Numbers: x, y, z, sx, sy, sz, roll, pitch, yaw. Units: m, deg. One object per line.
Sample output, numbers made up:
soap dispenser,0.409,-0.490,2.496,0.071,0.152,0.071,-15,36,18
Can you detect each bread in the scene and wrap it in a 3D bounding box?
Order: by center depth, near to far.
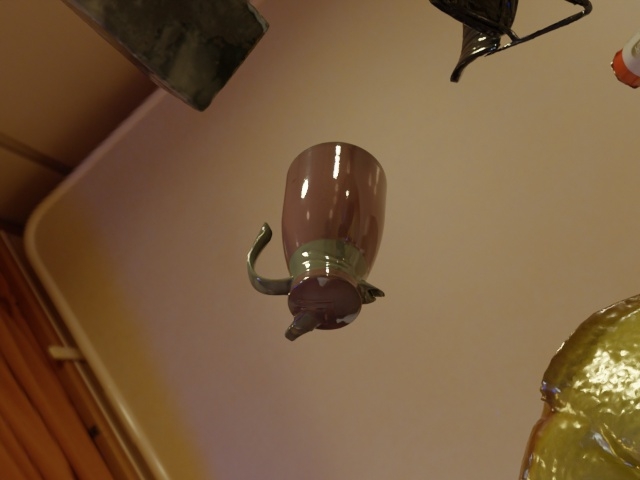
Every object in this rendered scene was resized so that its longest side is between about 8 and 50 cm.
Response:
bread,0.253,0.163,0.547,0.270,0.148,0.269,-4,-80,-25

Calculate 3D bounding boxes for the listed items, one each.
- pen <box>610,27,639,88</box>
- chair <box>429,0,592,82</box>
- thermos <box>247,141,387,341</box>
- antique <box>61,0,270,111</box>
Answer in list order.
pen,0.181,-0.121,0.347,0.028,0.028,0.239,-35,-8,-9
chair,0.179,-0.289,0.925,0.145,0.140,0.221,20,-22,-23
thermos,0.000,0.000,1.086,0.177,0.265,0.145,0,-52,7
antique,-0.133,-0.184,0.572,0.086,0.088,0.183,-52,-45,-2
